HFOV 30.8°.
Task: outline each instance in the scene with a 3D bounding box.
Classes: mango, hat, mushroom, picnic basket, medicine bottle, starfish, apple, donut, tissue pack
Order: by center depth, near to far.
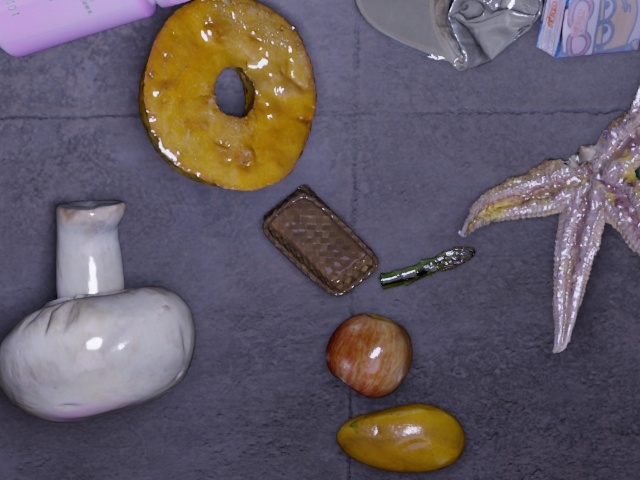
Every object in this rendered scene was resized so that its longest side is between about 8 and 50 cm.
[{"bbox_3d":[-0.307,-0.369,1.558,0.291,0.178,0.178,-17,119,6],"label":"medicine bottle"},{"bbox_3d":[-0.136,-0.201,1.640,0.278,0.108,0.277,3,84,-26],"label":"donut"},{"bbox_3d":[0.188,-0.372,1.652,0.245,0.149,0.214,32,115,22],"label":"hat"},{"bbox_3d":[0.392,-0.327,1.661,0.155,0.065,0.115,-8,121,-25],"label":"tissue pack"},{"bbox_3d":[0.413,-0.059,1.755,0.398,0.132,0.383,-23,74,18],"label":"starfish"},{"bbox_3d":[-0.327,0.143,1.785,0.315,0.315,0.356,23,115,-15],"label":"mushroom"},{"bbox_3d":[0.000,0.000,1.854,0.110,0.055,0.193,-38,114,16],"label":"picnic basket"},{"bbox_3d":[0.083,0.186,1.915,0.146,0.146,0.131,25,95,-16],"label":"apple"},{"bbox_3d":[0.141,0.343,2.027,0.227,0.109,0.147,5,143,-6],"label":"mango"}]

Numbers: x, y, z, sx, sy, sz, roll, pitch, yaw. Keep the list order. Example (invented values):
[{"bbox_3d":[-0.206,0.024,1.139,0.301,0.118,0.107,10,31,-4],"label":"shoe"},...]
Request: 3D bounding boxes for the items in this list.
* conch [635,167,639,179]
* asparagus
[{"bbox_3d":[0.613,-0.044,1.810,0.277,0.195,0.220,7,92,21],"label":"conch"},{"bbox_3d":[0.175,0.043,1.903,0.165,0.030,0.036,-21,108,9],"label":"asparagus"}]
